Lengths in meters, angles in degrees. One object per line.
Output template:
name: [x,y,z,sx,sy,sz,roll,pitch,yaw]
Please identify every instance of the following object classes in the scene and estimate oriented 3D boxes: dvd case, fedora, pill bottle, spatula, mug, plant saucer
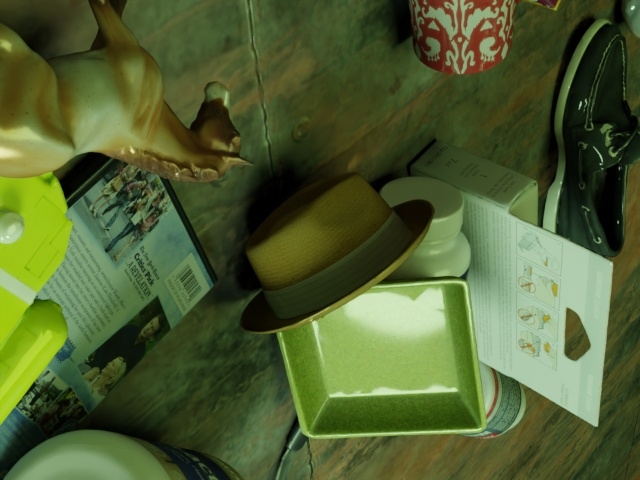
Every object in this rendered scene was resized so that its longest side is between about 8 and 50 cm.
dvd case: [-0.189,0.058,0.714,0.253,0.022,0.180,-47,143,-22]
fedora: [0.000,0.000,0.842,0.194,0.194,0.079,-41,106,-30]
pill bottle: [0.200,0.200,1.273,0.180,0.108,0.108,27,91,-57]
pill bottle: [-0.133,0.240,0.791,0.153,0.153,0.265,-59,157,-6]
spatula: [-0.034,0.246,1.055,0.084,0.030,0.296,15,101,-54]
mug: [0.141,-0.237,0.854,0.169,0.150,0.113,82,9,-48]
plant saucer: [0.060,0.107,0.962,0.045,0.188,0.188,-76,157,-56]
pill bottle: [0.094,0.035,1.005,0.112,0.112,0.186,-31,135,-39]

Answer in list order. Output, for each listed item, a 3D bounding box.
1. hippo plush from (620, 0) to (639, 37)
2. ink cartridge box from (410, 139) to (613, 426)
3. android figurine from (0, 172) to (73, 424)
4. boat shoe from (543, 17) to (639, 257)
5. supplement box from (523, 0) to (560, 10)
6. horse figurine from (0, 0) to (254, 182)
hippo plush: [0.533,-0.358,1.210,0.294,0.237,0.234,-61,147,-1]
ink cartridge box: [0.213,0.048,1.060,0.060,0.239,0.275,-43,143,-28]
android figurine: [-0.246,0.021,0.558,0.273,0.056,0.248,-54,139,-13]
boat shoe: [0.369,-0.116,1.273,0.127,0.113,0.340,-30,135,-39]
supplement box: [0.212,-0.272,0.998,0.083,0.055,0.043,19,97,-56]
horse figurine: [-0.148,-0.098,0.542,0.263,0.066,0.174,-25,105,-59]
